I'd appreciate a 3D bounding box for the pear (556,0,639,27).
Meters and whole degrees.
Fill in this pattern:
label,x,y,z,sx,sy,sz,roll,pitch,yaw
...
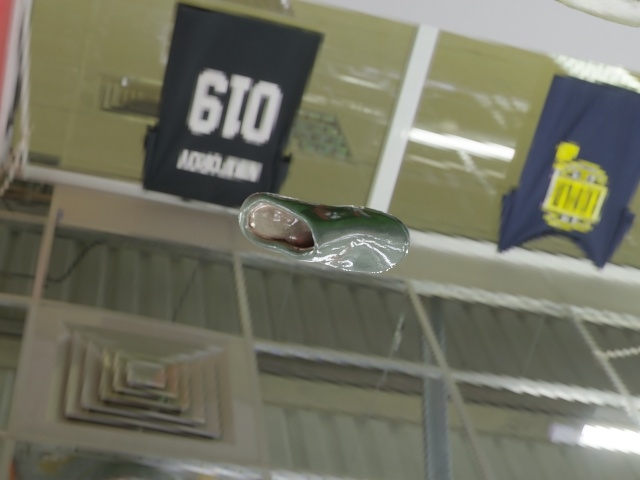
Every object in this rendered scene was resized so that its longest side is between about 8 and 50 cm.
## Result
label,x,y,z,sx,sy,sz,roll,pitch,yaw
pear,0.195,-0.233,0.563,0.294,0.294,0.294,13,-157,-5

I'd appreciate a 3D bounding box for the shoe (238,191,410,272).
label,x,y,z,sx,sy,sz,roll,pitch,yaw
shoe,0.000,0.000,1.300,0.195,0.079,0.078,15,-152,3
